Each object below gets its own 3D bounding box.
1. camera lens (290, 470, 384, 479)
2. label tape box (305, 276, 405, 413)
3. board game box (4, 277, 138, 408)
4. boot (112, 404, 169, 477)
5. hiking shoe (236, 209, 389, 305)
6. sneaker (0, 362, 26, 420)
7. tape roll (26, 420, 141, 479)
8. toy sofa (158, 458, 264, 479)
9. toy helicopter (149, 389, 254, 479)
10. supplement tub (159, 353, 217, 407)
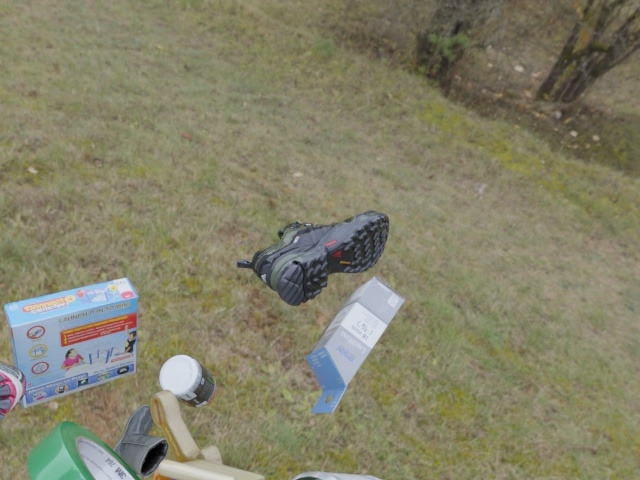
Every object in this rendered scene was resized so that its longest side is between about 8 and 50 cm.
[{"bbox_3d":[0.046,0.575,1.136,0.274,0.219,0.220,29,30,-47],"label":"camera lens"},{"bbox_3d":[0.054,0.272,1.488,0.105,0.241,0.334,37,68,0],"label":"label tape box"},{"bbox_3d":[-0.651,0.271,1.545,0.308,0.302,0.086,-12,42,-33],"label":"board game box"},{"bbox_3d":[-0.456,0.517,1.511,0.076,0.208,0.190,37,55,-22],"label":"boot"},{"bbox_3d":[0.000,0.000,0.777,0.114,0.086,0.226,28,35,34],"label":"hiking shoe"},{"bbox_3d":[-0.572,0.224,0.804,0.298,0.112,0.121,2,88,-10],"label":"sneaker"},{"bbox_3d":[-0.411,0.488,1.100,0.077,0.321,0.321,-42,69,-15],"label":"tape roll"},{"bbox_3d":[-0.220,0.556,0.941,0.150,0.177,0.363,3,79,27],"label":"toy sofa"},{"bbox_3d":[-0.269,0.475,1.202,0.140,0.235,0.355,-10,52,-40],"label":"toy helicopter"},{"bbox_3d":[-0.367,0.404,1.641,0.116,0.190,0.117,-5,60,9],"label":"supplement tub"}]
